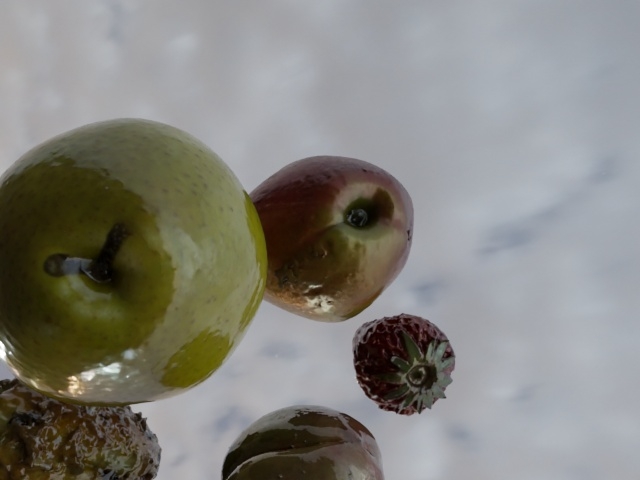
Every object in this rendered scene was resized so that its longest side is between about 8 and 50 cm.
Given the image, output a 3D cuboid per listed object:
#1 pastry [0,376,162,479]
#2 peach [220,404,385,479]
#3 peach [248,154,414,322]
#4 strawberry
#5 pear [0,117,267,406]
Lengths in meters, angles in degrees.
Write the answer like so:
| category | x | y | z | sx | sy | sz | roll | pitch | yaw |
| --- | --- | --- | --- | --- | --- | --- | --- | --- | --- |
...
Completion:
| category | x | y | z | sx | sy | sz | roll | pitch | yaw |
| --- | --- | --- | --- | --- | --- | --- | --- | --- | --- |
| pastry | -0.462 | 0.383 | 1.176 | 0.405 | 0.337 | 0.292 | -32 | -144 | 45 |
| peach | -0.027 | 0.379 | 0.979 | 0.247 | 0.292 | 0.292 | 46 | -50 | -14 |
| peach | -0.002 | -0.002 | 1.216 | 0.372 | 0.372 | 0.290 | -30 | -81 | 40 |
| strawberry | 0.140 | 0.232 | 1.320 | 0.244 | 0.205 | 0.205 | -160 | -116 | -66 |
| pear | -0.245 | 0.029 | 0.854 | 0.362 | 0.418 | 0.362 | 0 | -85 | -4 |
